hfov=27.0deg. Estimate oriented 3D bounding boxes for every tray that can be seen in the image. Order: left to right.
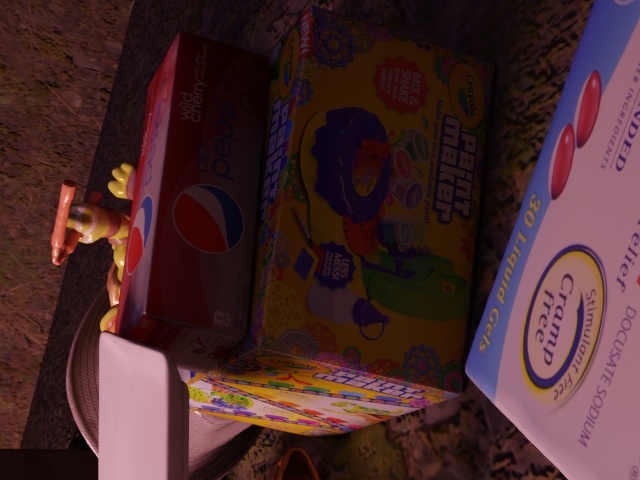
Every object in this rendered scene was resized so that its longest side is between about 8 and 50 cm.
[{"bbox_3d":[-0.127,0.206,0.971,0.145,0.030,0.271,7,97,61],"label":"tray"}]

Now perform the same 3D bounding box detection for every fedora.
[{"bbox_3d":[-0.106,0.116,1.328,0.124,0.244,0.275,-15,20,43],"label":"fedora"}]

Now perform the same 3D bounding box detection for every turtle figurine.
[{"bbox_3d":[-0.164,0.020,1.172,0.217,0.087,0.270,-93,-8,-56],"label":"turtle figurine"}]

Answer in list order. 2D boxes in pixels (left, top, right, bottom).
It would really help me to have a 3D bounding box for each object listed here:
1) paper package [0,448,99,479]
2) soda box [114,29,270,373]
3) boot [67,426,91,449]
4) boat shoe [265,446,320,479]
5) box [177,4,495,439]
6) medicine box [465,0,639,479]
[{"bbox_3d":[-0.320,0.397,1.496,0.168,0.324,0.310,-151,66,-73],"label":"paper package"},{"bbox_3d":[-0.103,-0.033,1.077,0.092,0.083,0.263,133,145,-54],"label":"soda box"},{"bbox_3d":[-0.303,0.355,1.825,0.377,0.138,0.284,-100,31,-59],"label":"boot"},{"bbox_3d":[-0.020,0.249,1.201,0.178,0.064,0.060,-113,39,-65],"label":"boat shoe"},{"bbox_3d":[0.000,0.000,1.163,0.279,0.177,0.290,146,136,-62],"label":"box"},{"bbox_3d":[0.214,0.003,0.579,0.289,0.149,0.264,-134,60,-70],"label":"medicine box"}]
